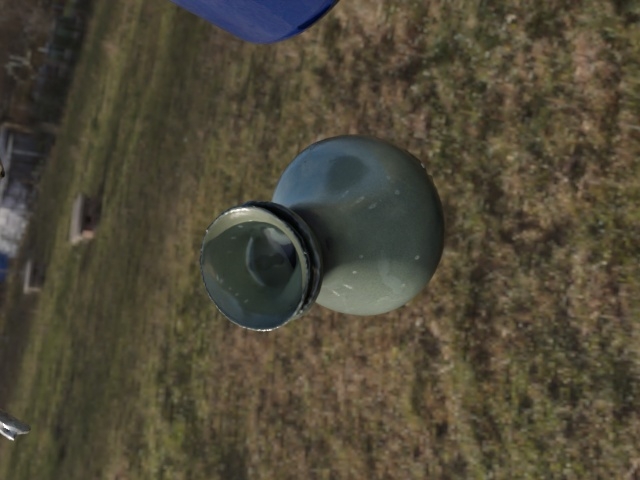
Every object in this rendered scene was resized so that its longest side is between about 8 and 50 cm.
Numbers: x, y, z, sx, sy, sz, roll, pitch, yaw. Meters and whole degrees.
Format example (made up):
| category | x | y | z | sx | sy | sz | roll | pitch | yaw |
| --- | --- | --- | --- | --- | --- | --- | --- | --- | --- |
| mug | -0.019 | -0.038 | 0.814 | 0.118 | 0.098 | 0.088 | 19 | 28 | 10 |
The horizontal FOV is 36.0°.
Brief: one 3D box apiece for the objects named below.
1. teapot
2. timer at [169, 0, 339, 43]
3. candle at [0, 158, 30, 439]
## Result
| category | x | y | z | sx | sy | sz | roll | pitch | yaw |
| --- | --- | --- | --- | --- | --- | --- | --- | --- | --- |
| teapot | 0.000 | 0.000 | 0.910 | 0.183 | 0.251 | 0.183 | 7 | 105 | 27 |
| timer | -0.156 | -0.323 | 0.727 | 0.270 | 0.384 | 0.270 | -20 | 65 | 51 |
| candle | -0.239 | -0.047 | 0.429 | 0.187 | 0.187 | 0.330 | -27 | 86 | 62 |
